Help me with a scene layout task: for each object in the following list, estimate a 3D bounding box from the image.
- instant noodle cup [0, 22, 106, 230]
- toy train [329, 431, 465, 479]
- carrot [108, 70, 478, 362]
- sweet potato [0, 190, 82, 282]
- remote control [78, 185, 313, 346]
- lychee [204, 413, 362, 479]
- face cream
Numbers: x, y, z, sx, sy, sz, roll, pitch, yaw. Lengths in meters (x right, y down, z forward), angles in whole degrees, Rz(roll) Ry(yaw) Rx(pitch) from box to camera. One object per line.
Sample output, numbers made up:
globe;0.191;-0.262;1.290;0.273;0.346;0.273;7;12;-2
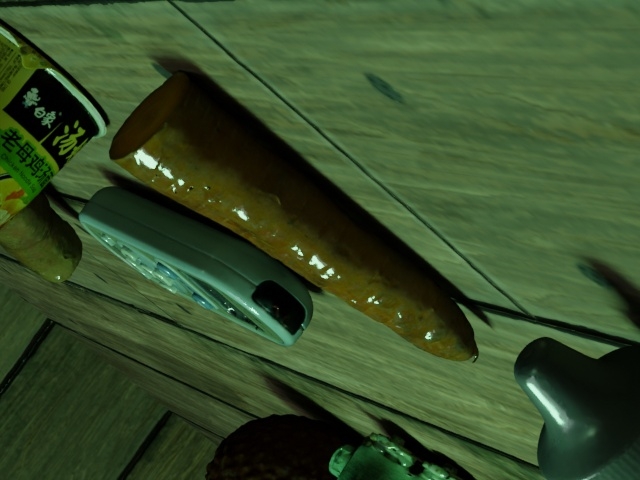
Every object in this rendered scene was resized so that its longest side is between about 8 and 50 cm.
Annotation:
instant noodle cup;-0.222;-0.065;1.207;0.151;0.122;0.151;32;169;7
toy train;0.100;0.225;1.625;0.194;0.081;0.125;28;178;25
carrot;0.000;0.000;0.992;0.224;0.057;0.057;36;170;-17
sweet potato;-0.292;-0.054;1.563;0.109;0.109;0.385;29;180;32
remote control;-0.086;0.013;1.334;0.087;0.047;0.244;47;166;-34
lychee;-0.026;0.249;1.851;0.194;0.194;0.194;34;170;7
face cream;0.195;0.139;0.855;0.311;0.092;0.092;39;169;-20
